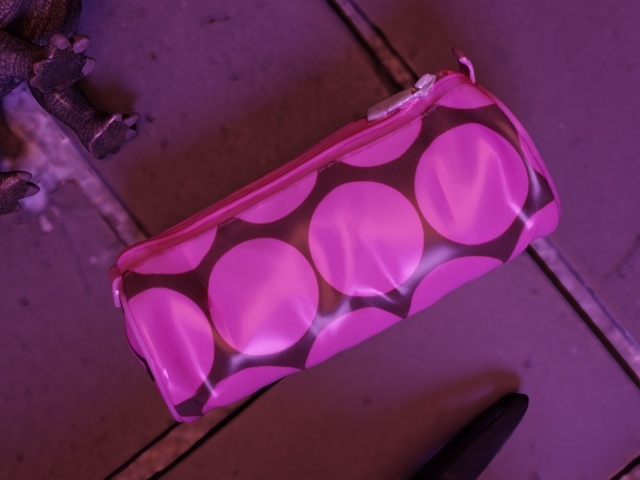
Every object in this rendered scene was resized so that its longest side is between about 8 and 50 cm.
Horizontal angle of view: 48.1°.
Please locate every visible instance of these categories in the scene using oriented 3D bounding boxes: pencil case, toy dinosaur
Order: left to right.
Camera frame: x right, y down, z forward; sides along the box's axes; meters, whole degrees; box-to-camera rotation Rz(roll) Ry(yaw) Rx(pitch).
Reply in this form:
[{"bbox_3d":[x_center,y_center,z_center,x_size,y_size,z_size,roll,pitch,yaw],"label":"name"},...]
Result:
[{"bbox_3d":[-0.198,-0.093,0.357,0.314,0.121,0.160,-39,76,6],"label":"toy dinosaur"},{"bbox_3d":[0.000,0.000,0.344,0.209,0.095,0.098,-31,123,0],"label":"pencil case"}]

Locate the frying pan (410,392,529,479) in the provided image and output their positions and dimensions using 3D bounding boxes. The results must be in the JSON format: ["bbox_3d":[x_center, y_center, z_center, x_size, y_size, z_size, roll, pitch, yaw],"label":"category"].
[{"bbox_3d":[-0.031,0.201,0.333,0.326,0.197,0.053,-33,87,-42],"label":"frying pan"}]
